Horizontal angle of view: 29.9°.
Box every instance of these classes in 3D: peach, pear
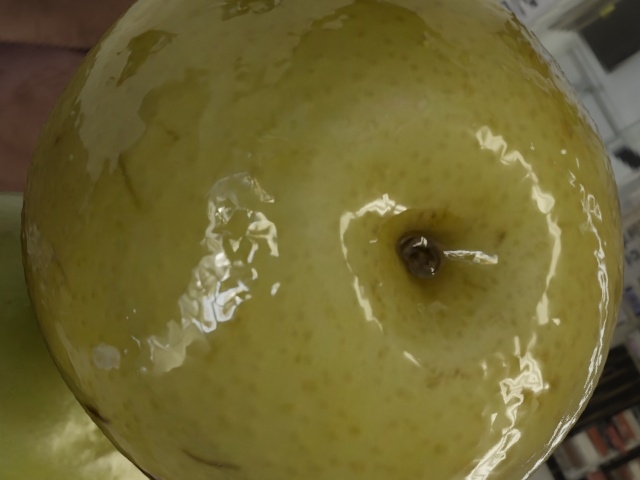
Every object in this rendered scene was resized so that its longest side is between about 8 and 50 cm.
[{"bbox_3d":[-0.225,0.104,0.931,0.281,0.315,0.314,-61,-167,16],"label":"peach"},{"bbox_3d":[0.000,0.000,0.693,0.348,0.348,0.348,-25,165,-7],"label":"pear"}]
